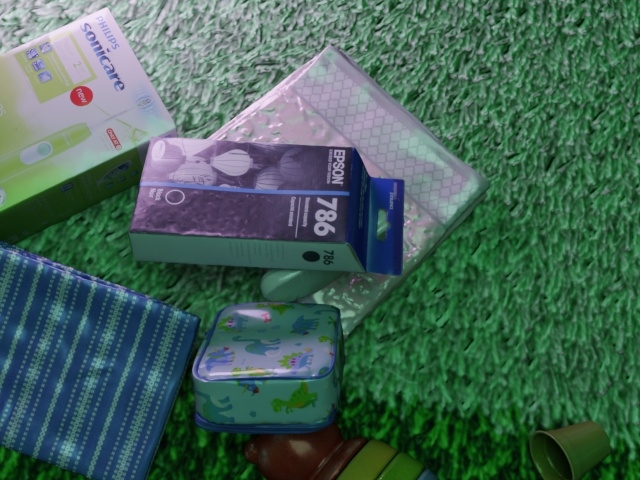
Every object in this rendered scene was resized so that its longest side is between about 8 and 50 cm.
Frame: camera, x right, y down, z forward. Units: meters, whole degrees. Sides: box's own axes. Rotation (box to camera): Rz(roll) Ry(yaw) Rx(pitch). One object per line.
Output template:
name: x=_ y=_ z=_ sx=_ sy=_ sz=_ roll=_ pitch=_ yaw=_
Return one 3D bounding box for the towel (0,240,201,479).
towel: x=-0.341 y=0.150 z=1.183 sx=0.336 sy=0.040 sz=0.243 roll=20 pitch=89 yaw=1

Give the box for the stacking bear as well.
stacking bear: x=0.046 y=0.306 z=1.138 sx=0.289 sy=0.164 sz=0.175 roll=36 pitch=72 yaw=13

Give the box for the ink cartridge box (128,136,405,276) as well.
ink cartridge box: x=-0.059 y=-0.045 z=1.182 sx=0.333 sy=0.065 sz=0.165 roll=3 pitch=51 yaw=1

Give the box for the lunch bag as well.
lunch bag: x=-0.061 y=0.149 z=1.147 sx=0.176 sy=0.219 sz=0.090 roll=-1 pitch=110 yaw=4

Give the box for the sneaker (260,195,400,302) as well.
sneaker: x=0.000 y=0.000 z=1.229 sx=0.212 sy=0.080 sz=0.094 roll=-30 pitch=68 yaw=-20

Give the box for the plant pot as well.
plant pot: x=0.324 y=0.266 z=1.212 sx=0.079 sy=0.083 sz=0.083 roll=-20 pitch=73 yaw=-23

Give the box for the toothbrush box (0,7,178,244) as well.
toothbrush box: x=-0.360 y=-0.149 z=1.277 sx=0.283 sy=0.122 sz=0.206 roll=-27 pitch=76 yaw=-14

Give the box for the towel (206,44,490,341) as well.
towel: x=0.018 y=-0.077 z=1.316 sx=0.332 sy=0.053 sz=0.317 roll=44 pitch=74 yaw=11
